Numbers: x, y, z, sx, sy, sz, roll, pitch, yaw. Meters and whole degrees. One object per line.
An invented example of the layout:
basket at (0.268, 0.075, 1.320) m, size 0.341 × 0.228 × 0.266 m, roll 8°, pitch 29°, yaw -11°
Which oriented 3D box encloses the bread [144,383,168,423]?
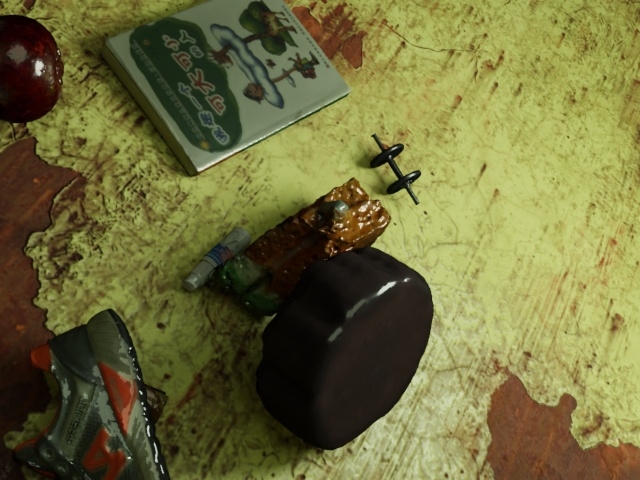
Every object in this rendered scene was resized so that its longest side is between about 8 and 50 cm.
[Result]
bread at (-0.246, 0.206, 1.118) m, size 0.083 × 0.036 × 0.047 m, roll 26°, pitch 58°, yaw -12°

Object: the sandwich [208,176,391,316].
sandwich at (0.000, 0.000, 1.261) m, size 0.109 × 0.212 × 0.292 m, roll 57°, pitch 38°, yaw 0°

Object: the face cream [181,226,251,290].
face cream at (-0.155, 0.029, 1.258) m, size 0.034 × 0.034 × 0.130 m, roll 45°, pitch 54°, yaw -1°

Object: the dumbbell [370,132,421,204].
dumbbell at (0.130, -0.124, 1.468) m, size 0.069 × 0.069 × 0.147 m, roll -25°, pitch 80°, yaw -35°

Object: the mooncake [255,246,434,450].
mooncake at (0.029, 0.139, 1.162) m, size 0.141 × 0.283 × 0.283 m, roll 30°, pitch 46°, yaw 31°

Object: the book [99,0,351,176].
book at (-0.145, -0.285, 1.420) m, size 0.371 × 0.043 × 0.260 m, roll -34°, pitch 85°, yaw -36°

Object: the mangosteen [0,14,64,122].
mangosteen at (-0.447, -0.239, 1.167) m, size 0.181 × 0.146 × 0.156 m, roll 7°, pitch 65°, yaw -25°

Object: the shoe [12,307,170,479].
shoe at (-0.280, 0.262, 1.021) m, size 0.171 × 0.132 × 0.336 m, roll -15°, pitch 84°, yaw -12°
